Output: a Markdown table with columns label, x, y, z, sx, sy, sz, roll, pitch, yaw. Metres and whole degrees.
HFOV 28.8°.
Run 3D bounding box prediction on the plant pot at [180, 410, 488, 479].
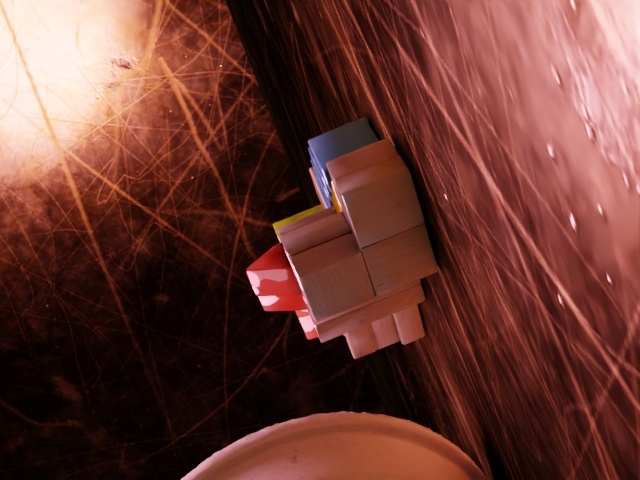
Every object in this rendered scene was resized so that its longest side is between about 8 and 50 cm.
| label | x | y | z | sx | sy | sz | roll | pitch | yaw |
| --- | --- | --- | --- | --- | --- | --- | --- | --- | --- |
| plant pot | 0.050 | 0.324 | 0.793 | 0.305 | 0.334 | 0.334 | 39 | 153 | 62 |

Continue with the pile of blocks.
| label | x | y | z | sx | sy | sz | roll | pitch | yaw |
| --- | --- | --- | --- | --- | --- | --- | --- | --- | --- |
| pile of blocks | 0.000 | 0.000 | 0.887 | 0.362 | 0.112 | 0.149 | 79 | 168 | -77 |
